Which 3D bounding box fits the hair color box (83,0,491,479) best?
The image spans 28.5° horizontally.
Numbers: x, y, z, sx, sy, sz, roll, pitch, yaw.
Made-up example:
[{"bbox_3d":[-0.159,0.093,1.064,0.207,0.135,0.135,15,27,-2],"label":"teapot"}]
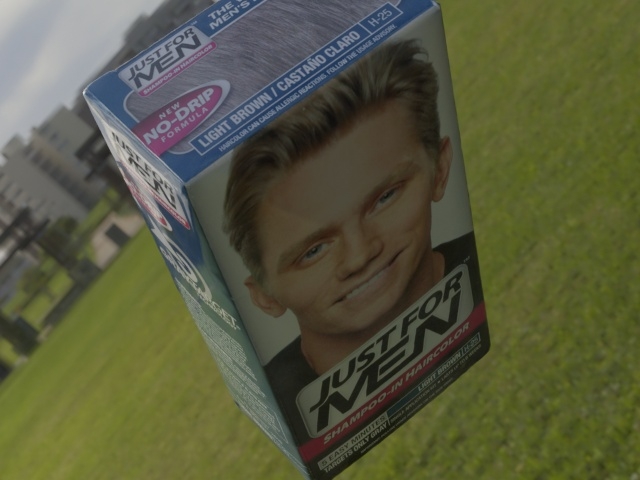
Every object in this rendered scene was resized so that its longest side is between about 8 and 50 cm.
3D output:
[{"bbox_3d":[0.000,0.000,0.797,0.174,0.105,0.347,-38,-36,-15],"label":"hair color box"}]
